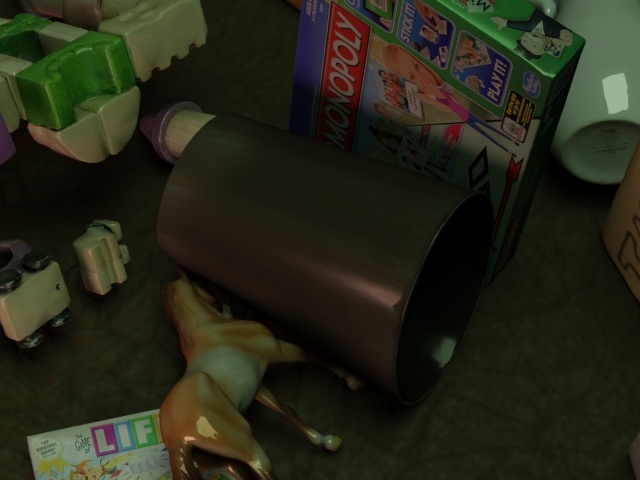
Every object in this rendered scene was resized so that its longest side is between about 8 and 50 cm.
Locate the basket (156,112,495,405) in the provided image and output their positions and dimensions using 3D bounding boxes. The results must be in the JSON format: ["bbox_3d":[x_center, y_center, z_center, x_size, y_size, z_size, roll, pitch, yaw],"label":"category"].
[{"bbox_3d":[0.000,0.000,1.503,0.226,0.204,0.154,26,56,19],"label":"basket"}]

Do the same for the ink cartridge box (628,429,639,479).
[{"bbox_3d":[0.329,0.218,1.460,0.139,0.082,0.191,-8,61,-10],"label":"ink cartridge box"}]

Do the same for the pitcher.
[{"bbox_3d":[0.215,-0.147,1.644,0.177,0.125,0.207,-9,49,13],"label":"pitcher"}]

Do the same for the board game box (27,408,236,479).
[{"bbox_3d":[-0.137,0.184,1.469,0.154,0.026,0.103,-12,62,-11],"label":"board game box"}]

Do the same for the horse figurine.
[{"bbox_3d":[-0.059,0.130,1.444,0.174,0.066,0.263,33,35,-11],"label":"horse figurine"}]

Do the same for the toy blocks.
[{"bbox_3d":[-0.263,-0.134,1.557,0.260,0.309,0.288,16,41,41],"label":"toy blocks"}]

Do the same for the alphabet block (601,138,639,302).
[{"bbox_3d":[0.360,-0.009,1.524,0.192,0.197,0.193,-19,65,-16],"label":"alphabet block"}]

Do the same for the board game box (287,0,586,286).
[{"bbox_3d":[0.077,-0.108,1.485,0.213,0.317,0.046,35,65,14],"label":"board game box"}]

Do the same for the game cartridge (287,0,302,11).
[{"bbox_3d":[0.006,-0.353,1.767,0.323,0.053,0.285,37,64,14],"label":"game cartridge"}]
